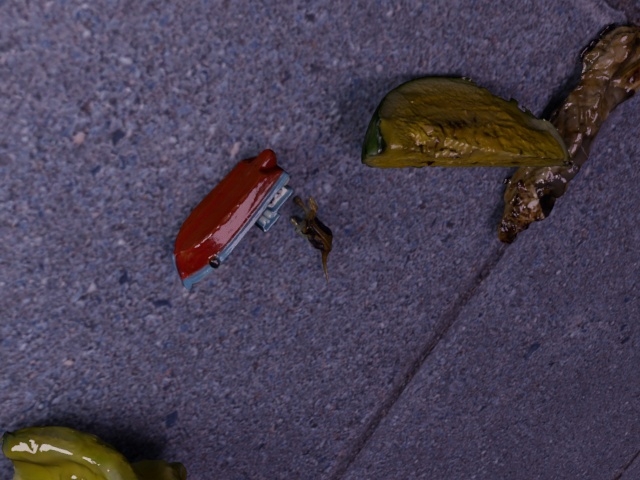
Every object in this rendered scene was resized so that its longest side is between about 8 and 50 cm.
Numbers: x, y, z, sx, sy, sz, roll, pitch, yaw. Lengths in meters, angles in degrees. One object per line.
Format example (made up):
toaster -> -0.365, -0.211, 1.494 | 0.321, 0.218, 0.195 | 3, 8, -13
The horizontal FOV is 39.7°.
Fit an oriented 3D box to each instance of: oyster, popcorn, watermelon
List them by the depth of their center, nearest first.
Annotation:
popcorn -> -0.249, 0.350, 1.001 | 0.290, 0.326, 0.321 | -17, 176, -32
watermelon -> 0.157, -0.117, 1.028 | 0.301, 0.129, 0.123 | 0, 120, -32
oyster -> 0.349, -0.136, 1.216 | 0.128, 0.078, 0.345 | 13, 112, -53

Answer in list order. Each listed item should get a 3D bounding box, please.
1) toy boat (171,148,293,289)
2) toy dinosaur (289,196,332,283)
toy boat -> -0.096, -0.019, 0.953 | 0.173, 0.069, 0.059 | -48, 130, -2
toy dinosaur -> -0.008, -0.011, 1.052 | 0.037, 0.058, 0.180 | -33, 151, -2
